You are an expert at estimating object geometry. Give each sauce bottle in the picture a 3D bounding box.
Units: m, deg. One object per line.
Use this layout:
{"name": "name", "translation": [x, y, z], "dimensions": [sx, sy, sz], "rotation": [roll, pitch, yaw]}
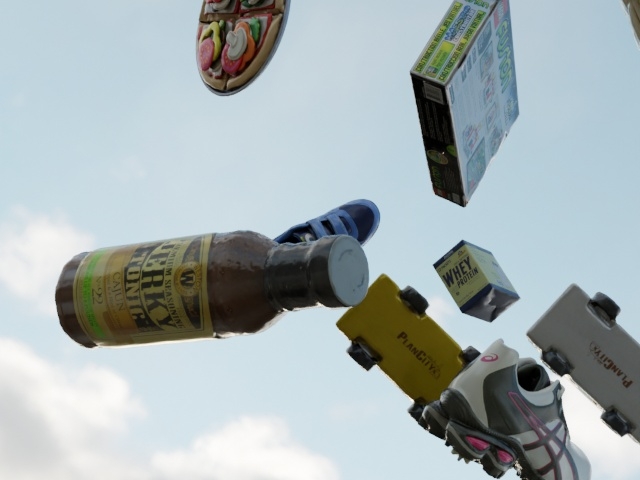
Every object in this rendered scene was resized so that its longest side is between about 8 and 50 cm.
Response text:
{"name": "sauce bottle", "translation": [-0.111, 0.044, 1.518], "dimensions": [0.344, 0.111, 0.111], "rotation": [-9, -48, 35]}

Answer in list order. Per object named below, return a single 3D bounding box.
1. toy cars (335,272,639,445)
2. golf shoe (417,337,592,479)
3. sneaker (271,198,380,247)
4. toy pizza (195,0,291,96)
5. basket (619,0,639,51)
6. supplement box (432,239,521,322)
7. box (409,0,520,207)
{"name": "toy cars", "translation": [0.208, 0.131, 1.670], "dimensions": [0.394, 0.176, 0.087], "rotation": [3, -1, -4]}
{"name": "golf shoe", "translation": [0.219, 0.191, 1.552], "dimensions": [0.105, 0.120, 0.273], "rotation": [36, 4, 40]}
{"name": "sneaker", "translation": [0.000, 0.000, 1.597], "dimensions": [0.053, 0.144, 0.059], "rotation": [61, -8, 7]}
{"name": "toy pizza", "translation": [-0.106, -0.280, 1.906], "dimensions": [0.032, 0.201, 0.201], "rotation": [14, -21, -36]}
{"name": "basket", "translation": [0.349, -0.257, 1.186], "dimensions": [0.266, 0.328, 0.331], "rotation": [-23, -88, 13]}
{"name": "supplement box", "translation": [0.206, 0.054, 2.015], "dimensions": [0.056, 0.083, 0.083], "rotation": [-41, -32, 19]}
{"name": "box", "translation": [0.130, -0.127, 1.335], "dimensions": [0.036, 0.114, 0.207], "rotation": [24, -21, 21]}
